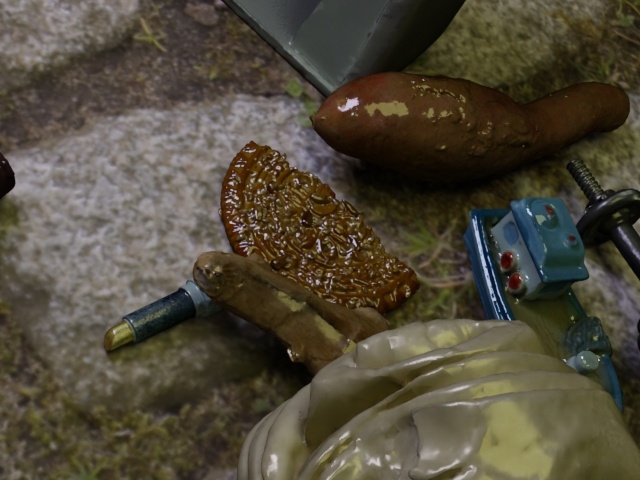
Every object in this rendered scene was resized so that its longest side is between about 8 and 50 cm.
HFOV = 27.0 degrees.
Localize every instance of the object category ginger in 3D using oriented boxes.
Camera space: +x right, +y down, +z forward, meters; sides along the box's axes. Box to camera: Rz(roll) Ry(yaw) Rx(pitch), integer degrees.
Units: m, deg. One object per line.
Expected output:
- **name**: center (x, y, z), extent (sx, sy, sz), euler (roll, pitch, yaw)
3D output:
- **ginger**: center (0.038, 0.104, 1.106), extent (0.333, 0.081, 0.148), euler (33, 54, -7)

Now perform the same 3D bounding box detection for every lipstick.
- **lipstick**: center (-0.129, 0.059, 1.097), extent (0.116, 0.037, 0.037), euler (-24, 71, -29)

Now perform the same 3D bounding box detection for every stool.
- **stool**: center (0.022, -0.313, 1.269), extent (0.269, 0.244, 0.170), euler (44, 52, 7)

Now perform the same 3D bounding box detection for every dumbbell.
- **dumbbell**: center (0.307, 0.022, 1.275), extent (0.110, 0.110, 0.254), euler (-14, 60, -30)

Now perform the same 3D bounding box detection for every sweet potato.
- **sweet potato**: center (0.161, -0.109, 1.293), extent (0.385, 0.109, 0.109), euler (-3, 60, -32)

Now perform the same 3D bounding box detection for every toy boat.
- **toy boat**: center (0.211, 0.063, 1.194), extent (0.109, 0.098, 0.238), euler (0, 58, -34)

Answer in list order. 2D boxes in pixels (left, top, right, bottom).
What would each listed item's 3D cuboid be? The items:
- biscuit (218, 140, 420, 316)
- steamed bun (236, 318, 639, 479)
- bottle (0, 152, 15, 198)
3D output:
- **biscuit**: center (-0.012, 0.002, 1.189), extent (0.206, 0.025, 0.126), euler (39, 53, 4)
- **steamed bun**: center (0.090, 0.169, 0.936), extent (0.276, 0.289, 0.203), euler (20, 67, -22)
- **bottle**: center (-0.313, -0.021, 1.054), extent (0.060, 0.060, 0.164), euler (44, 53, 7)
